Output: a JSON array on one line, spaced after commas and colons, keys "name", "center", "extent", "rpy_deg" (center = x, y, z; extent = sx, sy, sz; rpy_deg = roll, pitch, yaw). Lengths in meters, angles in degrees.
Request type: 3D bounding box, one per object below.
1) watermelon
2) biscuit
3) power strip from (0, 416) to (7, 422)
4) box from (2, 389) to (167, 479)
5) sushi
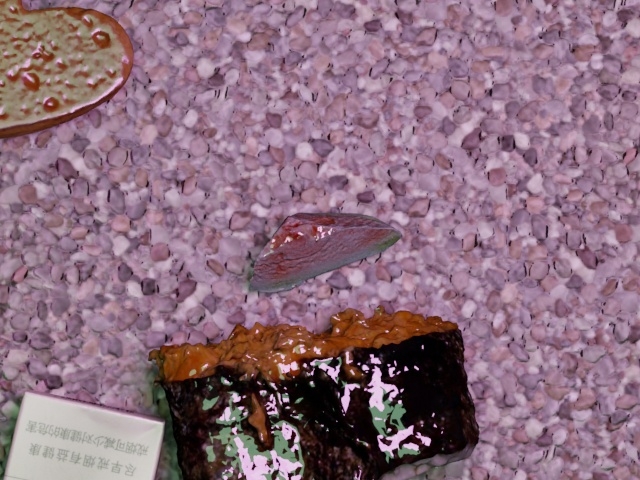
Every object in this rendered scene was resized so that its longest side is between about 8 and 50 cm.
[{"name": "watermelon", "center": [0.001, 0.000, 1.850], "extent": [0.180, 0.094, 0.081], "rpy_deg": [-17, 86, -20]}, {"name": "biscuit", "center": [-0.363, -0.254, 1.844], "extent": [0.262, 0.052, 0.277], "rpy_deg": [-19, 89, -10]}, {"name": "power strip", "center": [-0.473, 0.231, 1.826], "extent": [0.252, 0.027, 0.060], "rpy_deg": [-15, 88, -5]}, {"name": "box", "center": [-0.277, 0.308, 1.819], "extent": [0.164, 0.069, 0.256], "rpy_deg": [13, 86, -4]}, {"name": "sushi", "center": [0.002, 0.180, 1.772], "extent": [0.348, 0.234, 0.208], "rpy_deg": [-9, 89, -10]}]
